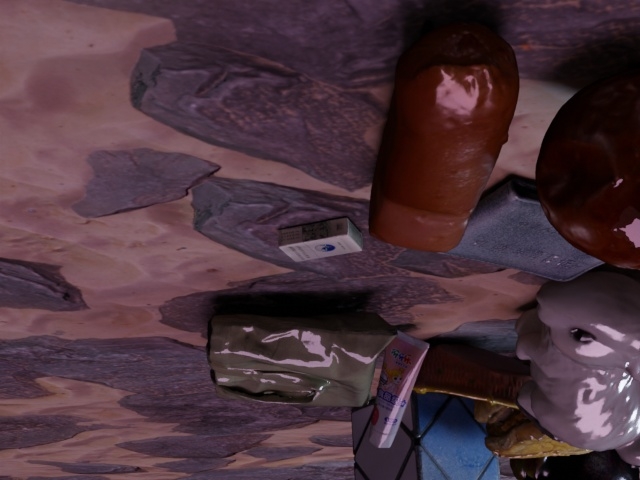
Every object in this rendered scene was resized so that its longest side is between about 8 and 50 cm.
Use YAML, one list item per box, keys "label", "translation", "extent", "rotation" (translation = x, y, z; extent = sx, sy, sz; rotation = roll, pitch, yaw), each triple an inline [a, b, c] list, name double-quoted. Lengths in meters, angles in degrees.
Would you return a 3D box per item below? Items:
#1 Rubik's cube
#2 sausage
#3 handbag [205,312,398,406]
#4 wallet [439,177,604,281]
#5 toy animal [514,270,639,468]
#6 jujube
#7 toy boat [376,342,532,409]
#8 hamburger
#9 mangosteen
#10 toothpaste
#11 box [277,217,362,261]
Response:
- label: "Rubik's cube"
  translation: [0.198, 0.404, 1.891]
  extent: [0.205, 0.205, 0.207]
  rotation: [12, 155, -31]
- label: "sausage"
  translation: [0.099, -0.075, 0.862]
  extent: [0.097, 0.094, 0.348]
  rotation: [11, 159, 2]
- label: "handbag"
  translation: [-0.034, 0.172, 1.425]
  extent: [0.253, 0.109, 0.316]
  rotation: [3, 158, -2]
- label: "wallet"
  translation: [0.250, -0.008, 1.115]
  extent: [0.222, 0.036, 0.167]
  rotation: [10, 154, -29]
- label: "toy animal"
  translation: [0.382, 0.161, 1.346]
  extent: [0.257, 0.194, 0.357]
  rotation: [30, 159, 18]
- label: "jujube"
  translation: [0.295, -0.063, 0.839]
  extent: [0.236, 0.168, 0.168]
  rotation: [-9, 164, -32]
- label: "toy boat"
  translation: [0.252, 0.225, 1.559]
  extent: [0.317, 0.099, 0.141]
  rotation: [13, -160, -6]
- label: "hamburger"
  translation: [0.402, 0.299, 1.749]
  extent: [0.259, 0.145, 0.283]
  rotation: [0, 154, -19]
- label: "mangosteen"
  translation: [0.509, 0.468, 2.078]
  extent: [0.302, 0.275, 0.275]
  rotation: [35, 154, 2]
- label: "toothpaste"
  translation: [0.112, 0.224, 1.498]
  extent: [0.067, 0.195, 0.043]
  rotation: [23, -152, 23]
- label: "box"
  translation: [0.000, 0.000, 1.119]
  extent: [0.083, 0.024, 0.054]
  rotation: [-10, 155, 18]
